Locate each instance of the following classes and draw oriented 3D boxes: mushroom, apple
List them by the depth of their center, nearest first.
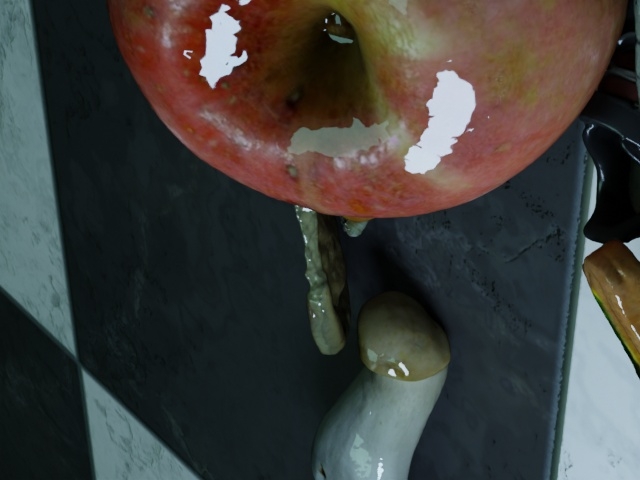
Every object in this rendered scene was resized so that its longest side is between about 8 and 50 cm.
[{"bbox_3d":[0.042,-0.204,1.050,0.364,0.364,0.364,36,138,40],"label":"apple"},{"bbox_3d":[0.072,0.200,1.555,0.159,0.122,0.328,38,137,25],"label":"mushroom"}]

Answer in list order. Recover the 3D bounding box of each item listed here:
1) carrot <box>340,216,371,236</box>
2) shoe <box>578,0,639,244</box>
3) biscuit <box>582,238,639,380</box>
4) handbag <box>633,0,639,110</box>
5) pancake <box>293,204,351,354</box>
[{"bbox_3d":[0.053,-0.133,1.394,0.069,0.069,0.336,42,139,33],"label":"carrot"},{"bbox_3d":[0.246,-0.091,1.081,0.099,0.112,0.227,28,135,47],"label":"shoe"},{"bbox_3d":[0.291,0.140,1.086,0.334,0.047,0.202,52,-177,-39],"label":"biscuit"},{"bbox_3d":[0.357,0.021,0.901,0.416,0.180,0.316,-129,28,-49],"label":"handbag"},{"bbox_3d":[0.001,-0.001,1.499,0.222,0.042,0.236,57,-157,-74],"label":"pancake"}]
